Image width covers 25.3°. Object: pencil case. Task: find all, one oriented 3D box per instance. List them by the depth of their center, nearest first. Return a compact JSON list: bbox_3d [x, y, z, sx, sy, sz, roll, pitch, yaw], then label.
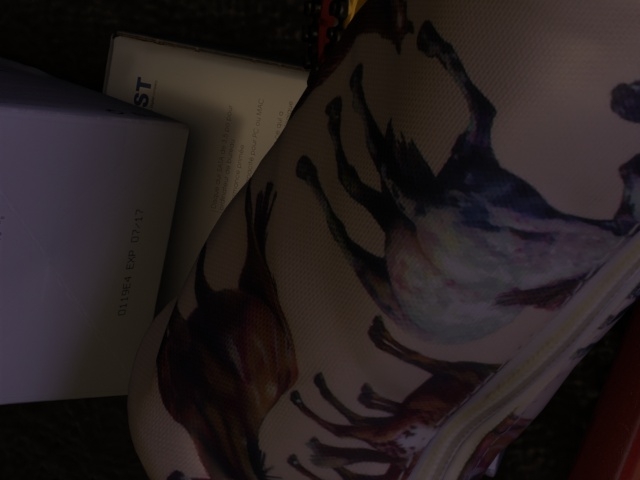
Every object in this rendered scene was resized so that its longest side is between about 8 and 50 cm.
[{"bbox_3d":[0.078,-0.032,0.537,0.160,0.183,0.410,14,127,-31],"label":"pencil case"}]

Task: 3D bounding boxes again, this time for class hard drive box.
[{"bbox_3d":[0.000,0.000,0.737,0.232,0.089,0.181,13,101,12],"label":"hard drive box"}]

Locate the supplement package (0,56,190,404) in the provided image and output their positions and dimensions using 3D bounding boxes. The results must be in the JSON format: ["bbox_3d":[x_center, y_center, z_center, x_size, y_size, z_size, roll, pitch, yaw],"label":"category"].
[{"bbox_3d":[-0.200,-0.023,0.707,0.244,0.134,0.139,22,104,44],"label":"supplement package"}]

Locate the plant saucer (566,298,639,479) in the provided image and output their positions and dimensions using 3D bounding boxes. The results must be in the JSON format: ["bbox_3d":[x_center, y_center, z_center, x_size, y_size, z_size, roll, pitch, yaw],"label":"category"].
[{"bbox_3d":[0.256,0.080,0.635,0.259,0.048,0.258,22,92,22],"label":"plant saucer"}]

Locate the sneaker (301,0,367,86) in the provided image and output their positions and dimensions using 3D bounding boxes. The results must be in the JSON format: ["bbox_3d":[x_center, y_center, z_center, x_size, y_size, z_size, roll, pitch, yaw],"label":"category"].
[{"bbox_3d":[0.051,-0.163,0.634,0.093,0.088,0.225,3,106,-15],"label":"sneaker"}]
